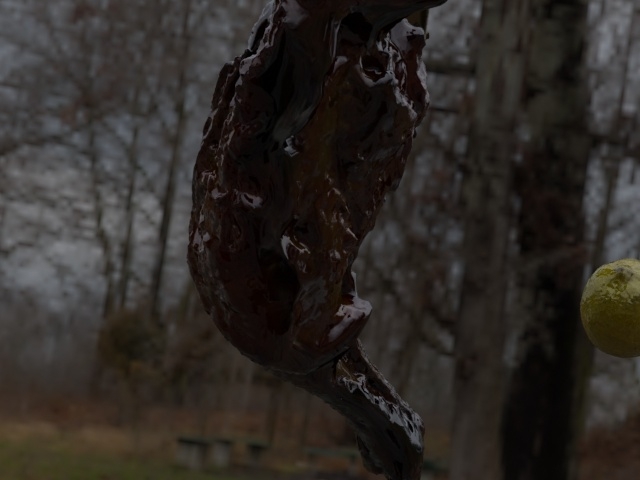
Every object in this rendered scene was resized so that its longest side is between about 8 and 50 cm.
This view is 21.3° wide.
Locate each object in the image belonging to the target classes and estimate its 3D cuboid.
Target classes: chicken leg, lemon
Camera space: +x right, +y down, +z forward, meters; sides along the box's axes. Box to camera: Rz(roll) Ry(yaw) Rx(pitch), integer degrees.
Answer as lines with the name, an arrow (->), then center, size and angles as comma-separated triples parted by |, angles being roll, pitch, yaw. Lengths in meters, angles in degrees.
chicken leg -> 0.000, 0.000, 0.943 | 0.158, 0.407, 0.096 | -28, 41, -26
lemon -> 0.204, 0.047, 1.130 | 0.062, 0.062, 0.083 | 6, -41, 21

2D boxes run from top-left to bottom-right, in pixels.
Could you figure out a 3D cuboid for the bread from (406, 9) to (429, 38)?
bread -> 0.031, -0.250, 1.367 | 0.107, 0.136, 0.241 | -13, -28, -7
